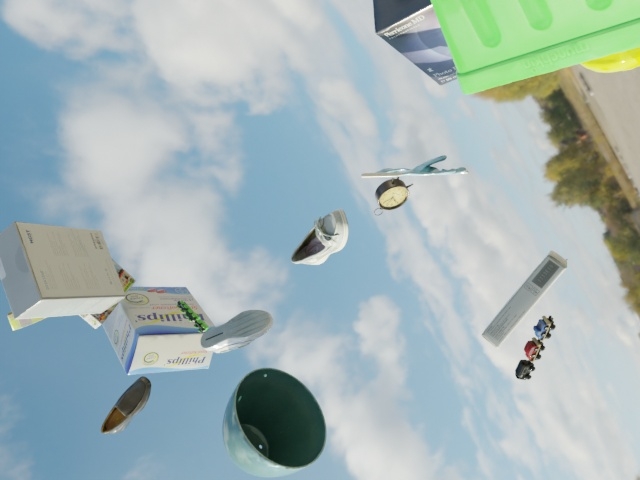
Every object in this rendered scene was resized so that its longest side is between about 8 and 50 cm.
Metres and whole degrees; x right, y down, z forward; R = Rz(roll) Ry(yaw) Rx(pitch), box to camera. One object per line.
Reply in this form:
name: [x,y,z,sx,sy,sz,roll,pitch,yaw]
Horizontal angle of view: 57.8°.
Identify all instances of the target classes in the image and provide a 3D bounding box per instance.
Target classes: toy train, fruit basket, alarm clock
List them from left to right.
toy train: [-0.252,0.149,1.145,0.083,0.017,0.023,44,-166,17]
alarm clock: [0.268,-0.169,2.276,0.129,0.192,0.064,11,-142,-33]
toy train: [0.412,0.209,1.121,0.036,0.158,0.027,3,-149,-14]
fruit basket: [0.401,-0.337,0.845,0.392,0.392,0.283,42,-114,-33]

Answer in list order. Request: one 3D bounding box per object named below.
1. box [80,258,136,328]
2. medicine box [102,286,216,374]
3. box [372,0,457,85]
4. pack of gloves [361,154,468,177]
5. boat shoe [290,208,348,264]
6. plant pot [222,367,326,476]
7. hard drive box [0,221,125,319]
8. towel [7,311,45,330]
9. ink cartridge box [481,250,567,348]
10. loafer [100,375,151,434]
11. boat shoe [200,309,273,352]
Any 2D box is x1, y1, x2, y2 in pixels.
box: [-0.632,0.147,1.679,0.114,0.036,0.207,47,-149,-17]
medicine box: [-0.506,0.274,1.824,0.263,0.149,0.289,4,-158,-38]
box: [0.314,-0.524,1.292,0.294,0.296,0.183,18,-116,-47]
pack of gloves: [0.226,-0.173,1.354,0.195,0.231,0.046,-27,-64,-73]
boat shoe: [-0.001,-0.002,1.998,0.103,0.320,0.118,-9,-110,-30]
plant pot: [-0.157,0.528,1.600,0.290,0.195,0.290,29,-147,-21]
hard drive box: [-0.560,0.065,1.254,0.181,0.089,0.232,64,-161,15]
towel: [-0.678,0.173,1.347,0.083,0.060,0.009,-26,-131,-33]
ink cartridge box: [0.556,0.148,1.564,0.060,0.275,0.239,39,-162,15]
loafer: [-0.481,0.415,1.441,0.062,0.170,0.061,34,-175,13]
boat shoe: [-0.218,0.250,1.586,0.076,0.226,0.083,45,-146,-50]
